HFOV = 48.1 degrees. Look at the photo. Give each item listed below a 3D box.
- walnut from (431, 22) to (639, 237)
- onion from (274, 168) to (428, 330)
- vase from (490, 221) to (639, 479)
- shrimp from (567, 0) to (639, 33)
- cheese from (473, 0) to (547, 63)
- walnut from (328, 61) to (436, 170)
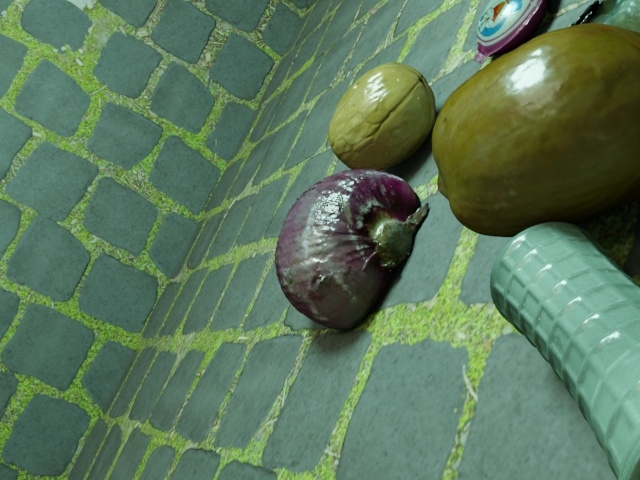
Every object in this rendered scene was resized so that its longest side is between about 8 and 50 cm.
[{"bbox_3d":[0.219,-0.104,0.722,0.298,0.203,0.203,-18,44,52],"label":"walnut"},{"bbox_3d":[0.000,0.000,1.191,0.349,0.159,0.267,-14,46,63],"label":"onion"},{"bbox_3d":[0.229,0.087,0.549,0.143,0.143,0.299,-54,17,15],"label":"vase"},{"bbox_3d":[0.373,-0.268,0.763,0.446,0.110,0.221,-40,21,36],"label":"shrimp"},{"bbox_3d":[0.317,-0.377,1.106,0.244,0.062,0.155,-52,19,17],"label":"cheese"},{"bbox_3d":[0.108,-0.207,1.231,0.197,0.165,0.165,-37,28,30],"label":"walnut"}]
